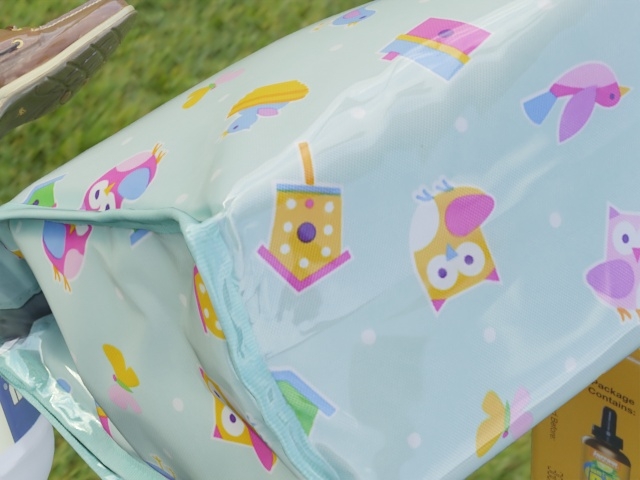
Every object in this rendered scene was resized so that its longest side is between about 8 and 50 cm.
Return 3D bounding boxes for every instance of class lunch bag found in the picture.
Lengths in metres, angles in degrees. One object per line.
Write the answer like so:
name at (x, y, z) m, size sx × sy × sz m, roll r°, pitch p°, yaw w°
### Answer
lunch bag at (0.000, 0.000, 0.690) m, size 0.223 × 0.262 × 0.160 m, roll -33°, pitch 105°, yaw -26°

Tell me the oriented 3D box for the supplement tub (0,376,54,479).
supplement tub at (-0.274, 0.056, 0.905) m, size 0.235 × 0.235 × 0.325 m, roll -30°, pitch 109°, yaw -43°

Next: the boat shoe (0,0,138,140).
boat shoe at (-0.182, -0.100, 1.041) m, size 0.060 × 0.064 × 0.178 m, roll 47°, pitch 61°, yaw 6°

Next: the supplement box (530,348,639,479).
supplement box at (0.146, 0.103, 0.833) m, size 0.078 × 0.233 × 0.080 m, roll 26°, pitch 54°, yaw 28°
